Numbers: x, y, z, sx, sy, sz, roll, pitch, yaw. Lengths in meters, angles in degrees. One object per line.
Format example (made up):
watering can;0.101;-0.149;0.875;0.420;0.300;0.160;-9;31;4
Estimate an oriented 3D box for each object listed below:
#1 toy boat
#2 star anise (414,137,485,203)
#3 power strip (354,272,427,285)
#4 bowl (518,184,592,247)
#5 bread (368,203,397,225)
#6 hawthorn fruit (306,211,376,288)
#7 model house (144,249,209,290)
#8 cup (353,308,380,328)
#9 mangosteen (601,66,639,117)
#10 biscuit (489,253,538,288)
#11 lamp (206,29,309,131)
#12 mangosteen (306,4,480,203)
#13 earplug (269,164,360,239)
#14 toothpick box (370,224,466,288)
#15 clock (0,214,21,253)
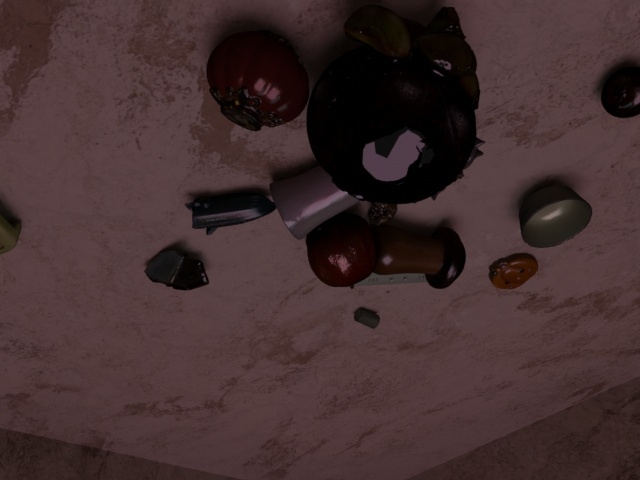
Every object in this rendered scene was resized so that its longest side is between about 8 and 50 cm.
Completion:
toy boat;-0.240;-0.080;1.600;0.246;0.092;0.103;-8;131;-1
star anise;0.313;-0.195;1.530;0.236;0.109;0.223;-40;171;3
power strip;0.205;0.099;1.902;0.386;0.062;0.091;-3;135;-8
bowl;0.689;-0.087;1.743;0.212;0.112;0.211;-4;138;-4
bread;0.183;-0.090;1.688;0.082;0.060;0.113;-5;137;-1
hawthorn fruit;0.059;0.040;1.664;0.215;0.215;0.249;-10;120;0
model house;-0.429;0.097;1.775;0.165;0.106;0.152;7;165;39
cup;0.163;0.280;2.114;0.083;0.075;0.054;24;92;-28
mangosteen;0.775;-0.369;1.447;0.140;0.140;0.140;-5;138;-5
biscuit;0.663;0.112;2.006;0.171;0.050;0.170;-5;137;-5
lamp;-0.130;-0.347;1.245;0.227;0.226;0.226;-5;138;-5
mangosteen;0.160;-0.274;1.248;0.381;0.380;0.421;5;135;-16
earplug;0.036;-0.144;1.545;0.301;0.172;0.172;-27;136;9
toothpick box;0.292;0.041;1.759;0.295;0.192;0.192;9;135;-17
clock;-0.938;-0.077;1.477;0.235;0.096;0.308;-9;138;1
